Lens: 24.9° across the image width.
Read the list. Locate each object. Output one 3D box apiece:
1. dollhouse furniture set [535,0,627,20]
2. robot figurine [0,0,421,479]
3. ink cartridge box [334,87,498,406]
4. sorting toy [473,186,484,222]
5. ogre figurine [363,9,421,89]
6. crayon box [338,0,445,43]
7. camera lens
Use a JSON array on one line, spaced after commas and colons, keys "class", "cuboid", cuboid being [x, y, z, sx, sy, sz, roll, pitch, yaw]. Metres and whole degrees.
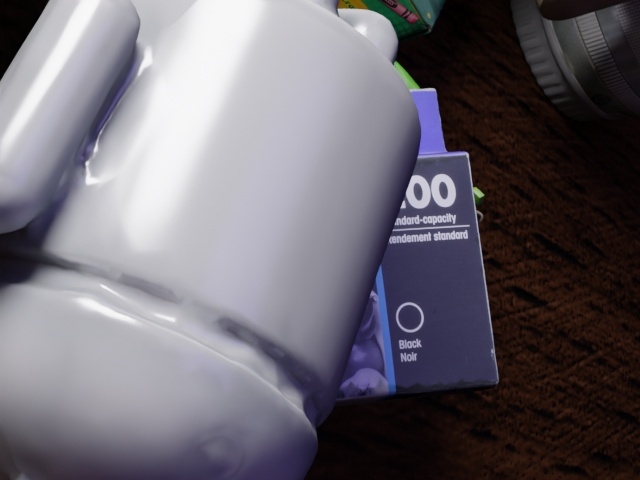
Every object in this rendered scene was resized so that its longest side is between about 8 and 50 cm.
[{"class": "dollhouse furniture set", "cuboid": [0.130, -0.405, 1.122, 0.394, 0.256, 0.362, 70, 3, -70]}, {"class": "robot figurine", "cuboid": [-0.072, 0.006, 0.730, 0.300, 0.200, 0.353, 51, 52, -48]}, {"class": "ink cartridge box", "cuboid": [0.000, 0.000, 0.903, 0.206, 0.045, 0.208, -4, 79, -19]}, {"class": "sorting toy", "cuboid": [0.098, -0.031, 1.105, 0.062, 0.083, 0.012, 31, 72, -46]}, {"class": "ogre figurine", "cuboid": [0.040, -0.050, 1.015, 0.118, 0.097, 0.197, -50, 147, -52]}, {"class": "crayon box", "cuboid": [0.005, -0.296, 1.074, 0.278, 0.081, 0.165, 53, 40, -27]}, {"class": "camera lens", "cuboid": [0.343, -0.240, 1.354, 0.219, 0.274, 0.219, 25, 58, -48]}]
